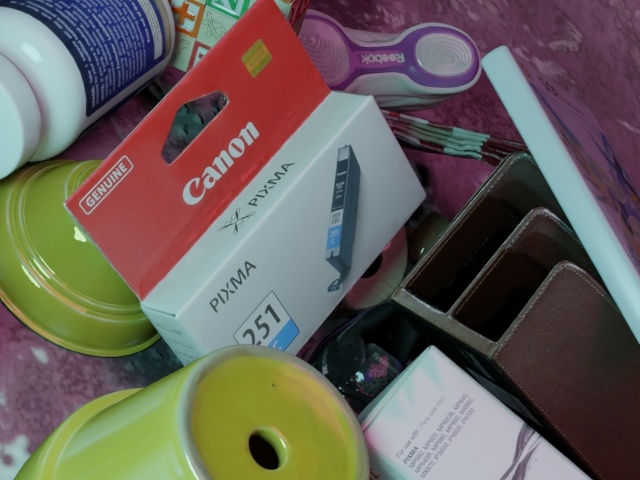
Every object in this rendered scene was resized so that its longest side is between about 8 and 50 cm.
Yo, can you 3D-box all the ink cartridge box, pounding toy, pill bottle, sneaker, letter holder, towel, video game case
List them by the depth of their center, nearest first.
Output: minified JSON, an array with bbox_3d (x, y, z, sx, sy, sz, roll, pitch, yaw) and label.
[{"bbox_3d":[0.134,0.238,1.242,0.273,0.197,0.114,39,63,2],"label":"ink cartridge box"},{"bbox_3d":[-0.056,-0.037,1.359,0.296,0.066,0.261,-50,128,-23],"label":"ink cartridge box"},{"bbox_3d":[-0.261,-0.167,1.395,0.153,0.153,0.265,45,37,-3],"label":"pill bottle"},{"bbox_3d":[0.013,0.153,1.399,0.107,0.124,0.283,40,39,-9],"label":"sneaker"},{"bbox_3d":[0.250,0.083,1.460,0.152,0.214,0.302,30,-13,49],"label":"letter holder"},{"bbox_3d":[0.300,-0.029,1.514,0.300,0.036,0.329,16,45,-63],"label":"video game case"},{"bbox_3d":[0.000,0.000,1.567,0.269,0.155,0.154,23,72,-15],"label":"pounding toy"},{"bbox_3d":[0.079,-0.117,1.629,0.329,0.237,0.037,10,93,-31],"label":"towel"},{"bbox_3d":[0.030,-0.194,1.747,0.305,0.152,0.114,4,74,-16],"label":"sneaker"}]

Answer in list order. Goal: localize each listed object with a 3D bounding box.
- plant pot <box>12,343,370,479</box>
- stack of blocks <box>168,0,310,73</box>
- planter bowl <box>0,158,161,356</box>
[{"bbox_3d":[-0.092,0.207,1.145,0.254,0.239,0.254,20,48,-23],"label":"plant pot"},{"bbox_3d":[-0.158,-0.283,1.505,0.297,0.171,0.087,25,38,6],"label":"stack of blocks"},{"bbox_3d":[-0.202,-0.007,1.364,0.217,0.090,0.217,25,43,-26],"label":"planter bowl"}]
